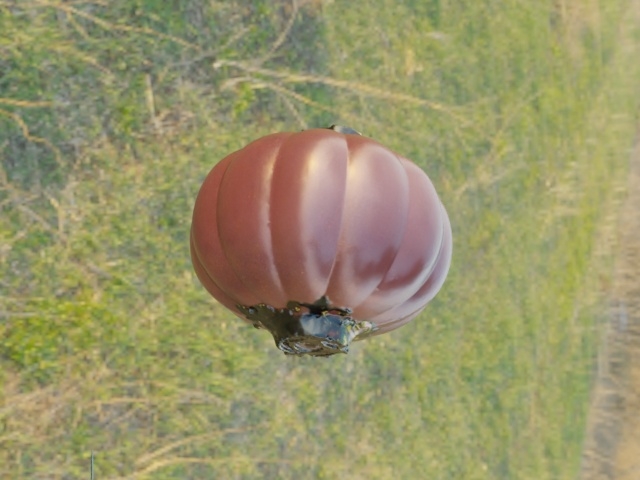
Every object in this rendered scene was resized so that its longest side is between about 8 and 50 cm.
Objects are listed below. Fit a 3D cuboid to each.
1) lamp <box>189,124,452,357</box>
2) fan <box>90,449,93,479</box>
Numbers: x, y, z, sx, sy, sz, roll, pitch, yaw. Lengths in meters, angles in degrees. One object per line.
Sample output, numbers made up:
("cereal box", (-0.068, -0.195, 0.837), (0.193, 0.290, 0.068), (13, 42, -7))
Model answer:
("lamp", (0.000, 0.000, 0.402), (0.107, 0.107, 0.092), (49, 41, -58))
("fan", (-0.162, 0.196, 0.697), (0.060, 0.003, 0.080), (100, -11, -55))
